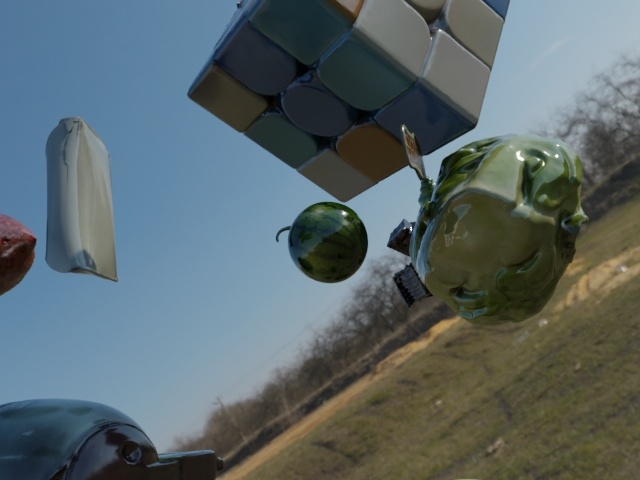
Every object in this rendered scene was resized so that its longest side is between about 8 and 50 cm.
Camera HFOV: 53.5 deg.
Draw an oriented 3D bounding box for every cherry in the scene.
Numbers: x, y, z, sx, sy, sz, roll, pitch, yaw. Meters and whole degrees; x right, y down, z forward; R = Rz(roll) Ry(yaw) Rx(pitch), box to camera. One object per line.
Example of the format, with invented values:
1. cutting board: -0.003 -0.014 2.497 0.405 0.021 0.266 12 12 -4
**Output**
1. cherry: -0.641 0.030 1.189 0.250 0.175 0.192 -18 21 8

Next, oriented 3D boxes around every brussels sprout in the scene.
1. brussels sprout: 0.265 -0.017 0.977 0.328 0.247 0.328 13 -90 -72

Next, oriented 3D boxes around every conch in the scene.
1. conch: 0.243 -0.048 1.251 0.095 0.079 0.201 -43 -52 -3

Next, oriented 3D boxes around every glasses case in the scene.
1. glasses case: -0.423 -0.062 1.124 0.083 0.308 0.128 -18 -26 14

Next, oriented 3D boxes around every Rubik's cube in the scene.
1. Rubik's cube: 0.050 -0.326 1.020 0.346 0.344 0.347 -27 36 55

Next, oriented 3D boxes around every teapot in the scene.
1. teapot: -0.312 0.327 0.866 0.312 0.233 0.315 -16 -17 36

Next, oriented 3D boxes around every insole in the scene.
1. insole: 0.119 -0.111 0.804 0.006 0.065 0.193 -12 -3 15

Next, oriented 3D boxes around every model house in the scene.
1. model house: 0.238 0.041 1.438 0.164 0.203 0.141 -18 0 28

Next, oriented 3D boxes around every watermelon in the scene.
1. watermelon: 0.007 0.000 0.767 0.109 0.109 0.109 -33 -11 -7

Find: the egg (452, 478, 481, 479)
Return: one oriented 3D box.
1. egg: 0.228 0.519 1.069 0.295 0.218 0.218 0 -17 -7
